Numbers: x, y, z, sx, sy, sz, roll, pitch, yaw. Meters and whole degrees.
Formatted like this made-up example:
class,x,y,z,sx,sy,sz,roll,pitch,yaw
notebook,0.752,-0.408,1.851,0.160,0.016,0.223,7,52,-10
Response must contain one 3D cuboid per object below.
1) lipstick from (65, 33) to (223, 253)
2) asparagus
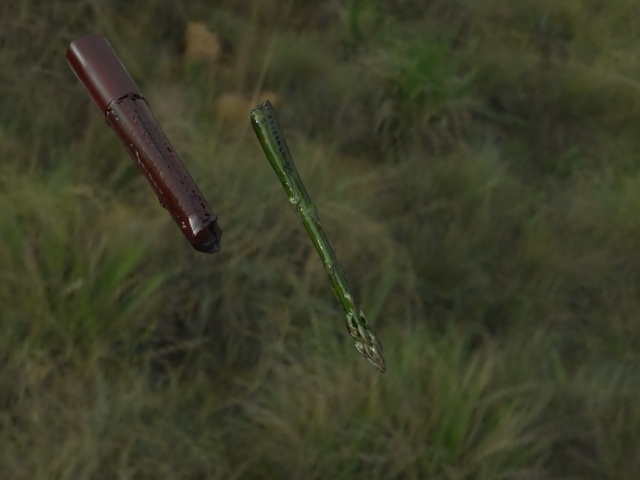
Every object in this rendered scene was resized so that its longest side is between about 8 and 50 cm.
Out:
class,x,y,z,sx,sy,sz,roll,pitch,yaw
lipstick,-0.090,-0.051,0.791,0.027,0.027,0.176,-1,36,-30
asparagus,0.000,0.000,1.223,0.022,0.233,0.023,-25,10,0
